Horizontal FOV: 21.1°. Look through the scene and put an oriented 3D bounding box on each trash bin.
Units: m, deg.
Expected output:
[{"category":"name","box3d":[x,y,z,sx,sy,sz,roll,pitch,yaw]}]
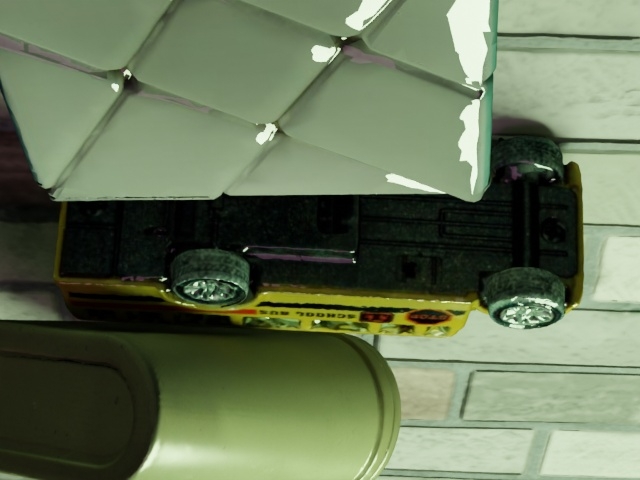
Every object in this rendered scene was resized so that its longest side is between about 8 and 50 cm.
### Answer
[{"category":"trash bin","box3d":[-0.108,0.114,1.193,0.243,0.121,0.247,3,178,38]}]

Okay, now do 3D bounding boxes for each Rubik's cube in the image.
[{"category":"Rubik's cube","box3d":[-0.030,-0.170,0.775,0.221,0.224,0.231,0,148,4]}]

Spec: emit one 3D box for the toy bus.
[{"category":"toy bus","box3d":[0.000,0.000,1.130,0.335,0.121,0.123,3,155,-2]}]
